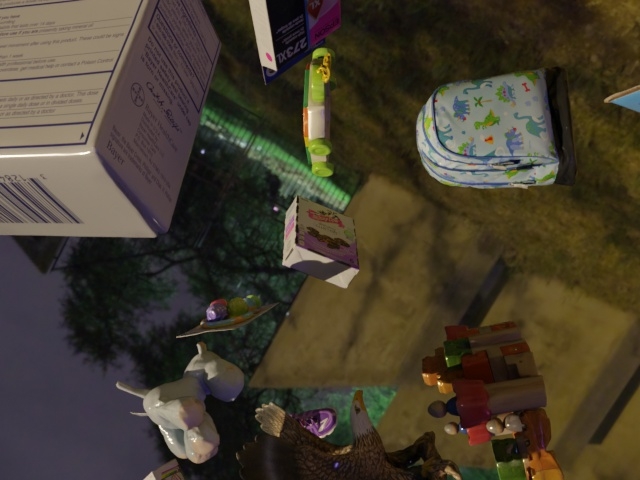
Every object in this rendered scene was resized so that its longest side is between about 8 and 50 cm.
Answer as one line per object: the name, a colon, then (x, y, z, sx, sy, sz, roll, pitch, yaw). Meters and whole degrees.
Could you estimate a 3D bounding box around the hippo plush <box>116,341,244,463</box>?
hippo plush: (-0.324, 0.424, 1.566, 0.294, 0.235, 0.236, 9, -142, 36)

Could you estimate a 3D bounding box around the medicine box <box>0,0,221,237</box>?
medicine box: (-0.281, -0.163, 0.656, 0.263, 0.290, 0.149, 0, 150, 15)

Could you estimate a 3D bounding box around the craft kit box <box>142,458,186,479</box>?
craft kit box: (-0.268, 0.556, 1.078, 0.060, 0.250, 0.247, -15, -114, -42)

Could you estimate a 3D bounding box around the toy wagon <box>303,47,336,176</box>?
toy wagon: (-0.001, -0.325, 1.415, 0.068, 0.268, 0.344, 1, 162, 4)

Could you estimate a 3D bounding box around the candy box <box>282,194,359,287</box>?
candy box: (0.000, 0.000, 1.395, 0.164, 0.070, 0.196, 21, -144, -18)

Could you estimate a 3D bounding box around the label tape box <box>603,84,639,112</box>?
label tape box: (0.357, -0.083, 0.264, 0.333, 0.106, 0.240, 18, 174, -11)

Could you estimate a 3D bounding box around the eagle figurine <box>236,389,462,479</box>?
eagle figurine: (0.039, 0.340, 0.890, 0.298, 0.226, 0.225, -6, -133, -1)

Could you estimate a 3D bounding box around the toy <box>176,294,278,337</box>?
toy: (-0.196, 0.151, 1.273, 0.136, 0.056, 0.237, -12, 180, 18)

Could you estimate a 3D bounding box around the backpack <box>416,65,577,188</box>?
backpack: (0.403, -0.258, 1.388, 0.355, 0.290, 0.273, -5, 170, 24)

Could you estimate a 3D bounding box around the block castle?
block castle: (0.339, 0.355, 1.213, 0.212, 0.303, 0.453, -12, -175, 11)

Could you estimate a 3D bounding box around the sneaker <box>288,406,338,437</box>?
sneaker: (-0.042, 0.431, 1.379, 0.071, 0.169, 0.068, 55, -158, -61)

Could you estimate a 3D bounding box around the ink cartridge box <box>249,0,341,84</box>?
ink cartridge box: (-0.046, -0.449, 1.102, 0.069, 0.175, 0.371, 45, 164, 19)
